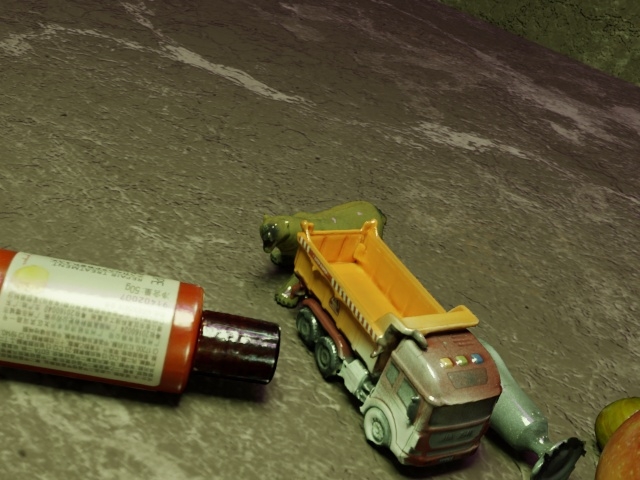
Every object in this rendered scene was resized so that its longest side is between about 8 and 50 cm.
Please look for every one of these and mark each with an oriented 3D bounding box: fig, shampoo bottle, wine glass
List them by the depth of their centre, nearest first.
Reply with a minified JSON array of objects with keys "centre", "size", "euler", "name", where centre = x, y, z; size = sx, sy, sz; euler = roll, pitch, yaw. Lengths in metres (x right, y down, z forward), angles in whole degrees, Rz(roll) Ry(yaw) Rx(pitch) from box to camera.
[{"centre":[-0.175,0.082,0.762],"size":[0.278,0.104,0.104],"euler":[12,31,-9],"name":"shampoo bottle"},{"centre":[0.187,0.172,0.828],"size":[0.072,0.072,0.155],"euler":[-6,37,-33],"name":"wine glass"},{"centre":[0.324,0.207,0.839],"size":[0.084,0.082,0.098],"euler":[42,40,-26],"name":"fig"}]

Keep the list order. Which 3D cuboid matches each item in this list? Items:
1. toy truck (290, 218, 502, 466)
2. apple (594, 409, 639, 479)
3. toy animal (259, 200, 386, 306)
[{"centre":[0.068,0.092,0.833],"size":[0.114,0.135,0.270],"euler":[-3,36,-31],"name":"toy truck"},{"centre":[0.340,0.235,0.720],"size":[0.201,0.162,0.201],"euler":[16,40,-13],"name":"apple"},{"centre":[0.000,0.000,0.983],"size":[0.219,0.101,0.103],"euler":[-11,42,-38],"name":"toy animal"}]
